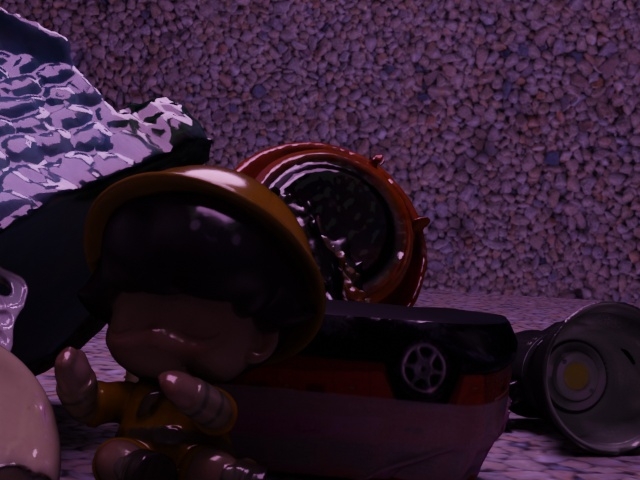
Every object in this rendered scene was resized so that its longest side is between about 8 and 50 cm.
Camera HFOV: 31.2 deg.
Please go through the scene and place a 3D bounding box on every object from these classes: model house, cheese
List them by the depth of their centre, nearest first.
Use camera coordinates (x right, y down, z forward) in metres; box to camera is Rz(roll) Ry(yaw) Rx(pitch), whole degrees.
[{"bbox_3d":[-0.259,0.095,0.776,0.163,0.249,0.071,19,-52,-40],"label":"cheese"},{"bbox_3d":[-0.352,-0.065,1.106,0.297,0.339,0.360,-34,-15,-46],"label":"model house"}]

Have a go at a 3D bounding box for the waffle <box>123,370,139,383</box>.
[{"bbox_3d":[-0.097,0.150,1.362,0.274,0.057,0.168,2,1,-5],"label":"waffle"}]

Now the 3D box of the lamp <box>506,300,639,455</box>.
[{"bbox_3d":[0.245,0.145,1.202,0.172,0.147,0.227,-22,0,-16],"label":"lamp"}]

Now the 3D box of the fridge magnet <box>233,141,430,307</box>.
[{"bbox_3d":[0.000,0.000,1.814,0.364,0.363,0.155,2,-24,-15],"label":"fridge magnet"}]

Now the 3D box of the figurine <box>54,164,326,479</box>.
[{"bbox_3d":[-0.097,0.070,0.837,0.192,0.256,0.167,8,-17,8],"label":"figurine"}]

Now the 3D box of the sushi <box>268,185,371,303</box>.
[{"bbox_3d":[-0.050,0.075,1.168,0.225,0.238,0.219,3,-8,23],"label":"sushi"}]

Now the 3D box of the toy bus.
[{"bbox_3d":[0.010,0.122,0.967,0.303,0.147,0.127,5,10,12],"label":"toy bus"}]
